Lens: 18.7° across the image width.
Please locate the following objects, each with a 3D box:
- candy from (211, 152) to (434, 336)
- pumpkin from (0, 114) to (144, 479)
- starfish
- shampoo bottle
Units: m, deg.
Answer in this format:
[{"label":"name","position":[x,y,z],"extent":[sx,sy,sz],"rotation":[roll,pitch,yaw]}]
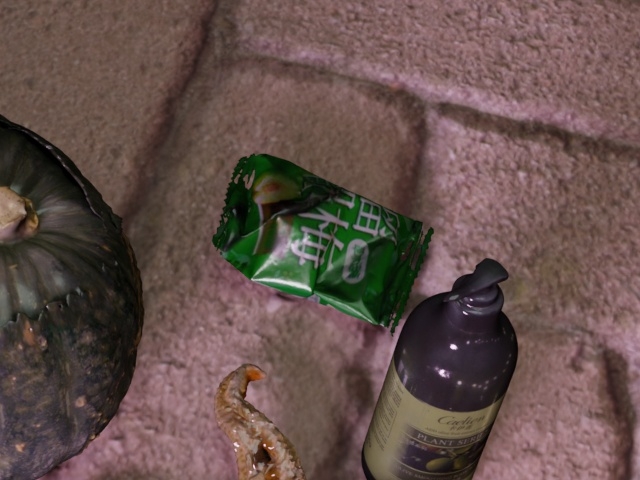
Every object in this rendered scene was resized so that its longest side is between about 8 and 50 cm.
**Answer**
[{"label":"candy","position":[-0.001,0.000,1.838],"extent":[0.203,0.078,0.141],"rotation":[25,61,-5]},{"label":"pumpkin","position":[-0.296,0.045,1.628],"extent":[0.328,0.257,0.291],"rotation":[35,47,10]},{"label":"starfish","position":[-0.045,0.263,1.595],"extent":[0.327,0.094,0.375],"rotation":[-19,54,4]},{"label":"shampoo bottle","position":[0.106,0.115,1.625],"extent":[0.101,0.284,0.101],"rotation":[6,50,-7]}]
